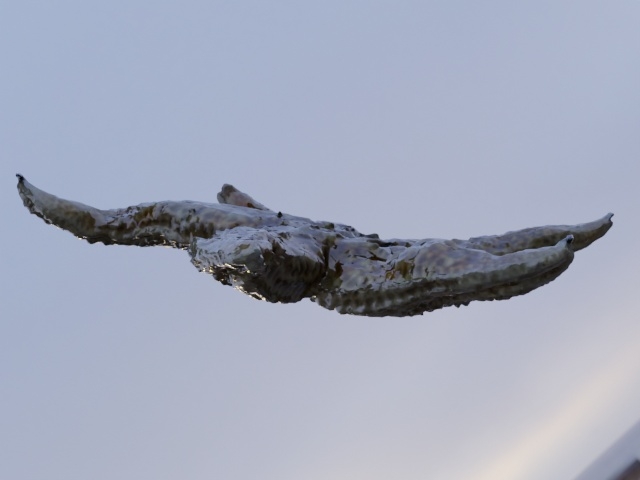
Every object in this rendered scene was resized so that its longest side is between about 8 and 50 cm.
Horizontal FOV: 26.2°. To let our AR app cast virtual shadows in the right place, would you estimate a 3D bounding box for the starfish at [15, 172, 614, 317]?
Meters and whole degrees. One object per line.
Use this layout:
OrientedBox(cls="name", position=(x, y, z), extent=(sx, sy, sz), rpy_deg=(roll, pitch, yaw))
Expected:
OrientedBox(cls="starfish", position=(0.000, 0.000, 0.603), extent=(0.236, 0.277, 0.062), rpy_deg=(-155, 73, -84))
